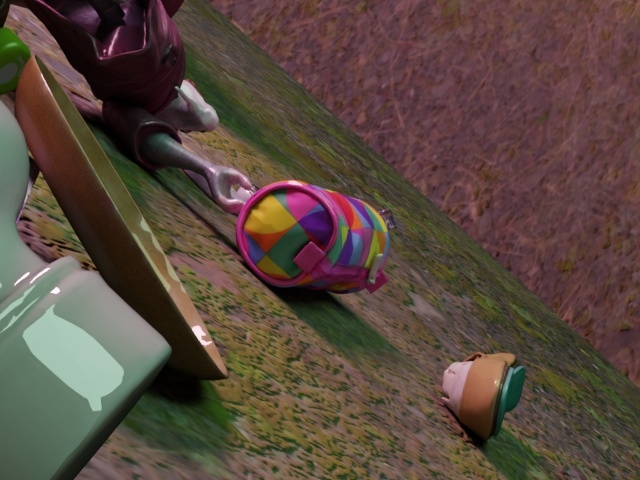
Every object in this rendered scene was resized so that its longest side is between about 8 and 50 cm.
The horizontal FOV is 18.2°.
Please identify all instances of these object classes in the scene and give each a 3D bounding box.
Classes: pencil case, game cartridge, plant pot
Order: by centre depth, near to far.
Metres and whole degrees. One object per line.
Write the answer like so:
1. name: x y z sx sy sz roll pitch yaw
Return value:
1. plant pot: -0.130 -0.008 1.253 0.236 0.032 0.236 59 -1 2
2. pencil case: 0.000 0.000 1.849 0.104 0.104 0.236 42 9 15
3. game cartridge: -0.108 -0.058 1.956 0.083 0.017 0.056 45 13 35

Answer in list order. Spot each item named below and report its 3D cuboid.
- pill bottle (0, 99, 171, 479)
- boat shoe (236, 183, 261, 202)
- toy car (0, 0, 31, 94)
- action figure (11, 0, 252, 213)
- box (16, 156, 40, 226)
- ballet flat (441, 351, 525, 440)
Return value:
1. pill bottle: -0.207 -0.020 0.638 0.318 0.176 0.176 41 8 2
2. boat shoe: -0.024 -0.021 2.049 0.142 0.040 0.049 37 8 -26
3. toy car: -0.266 -0.239 1.557 0.155 0.188 0.149 44 8 25
4. action figure: -0.187 -0.173 1.784 0.276 0.248 0.370 4 -21 9
5. box: -0.291 -0.096 1.109 0.293 0.057 0.201 39 6 -10
6. ballet flat: 0.149 0.145 1.909 0.073 0.080 0.232 13 1 10
